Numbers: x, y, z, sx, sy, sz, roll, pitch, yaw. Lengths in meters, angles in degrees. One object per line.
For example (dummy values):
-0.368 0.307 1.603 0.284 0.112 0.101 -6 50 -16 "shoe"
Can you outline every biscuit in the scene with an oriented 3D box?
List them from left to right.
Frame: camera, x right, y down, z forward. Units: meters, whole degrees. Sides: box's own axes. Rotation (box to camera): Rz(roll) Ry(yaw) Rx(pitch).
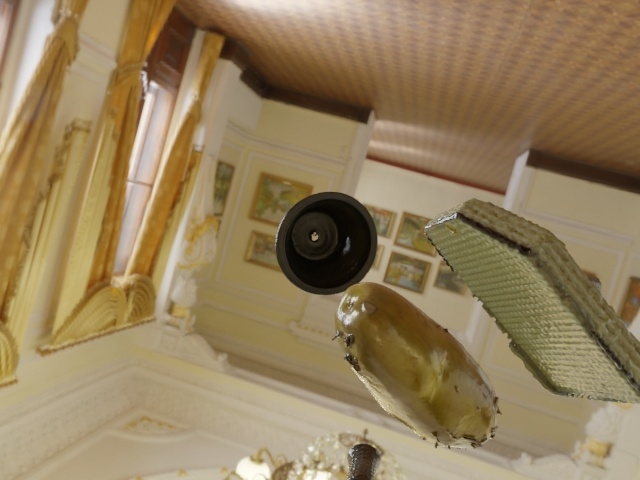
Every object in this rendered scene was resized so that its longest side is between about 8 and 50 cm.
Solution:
0.225 0.059 0.617 0.252 0.052 0.150 50 160 -1 "biscuit"

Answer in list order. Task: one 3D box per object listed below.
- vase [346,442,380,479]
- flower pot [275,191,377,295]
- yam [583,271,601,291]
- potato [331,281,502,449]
0.083 0.526 1.251 0.115 0.115 0.237 16 -166 6 "vase"
0.000 0.000 1.360 0.235 0.235 0.148 15 -176 -15 "flower pot"
0.417 0.072 0.944 0.094 0.043 0.043 4 -170 -45 "yam"
0.132 0.178 0.809 0.300 0.140 0.173 43 169 -21 "potato"
